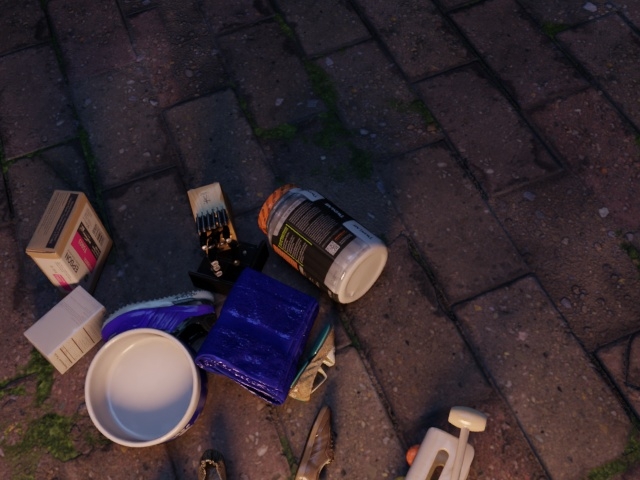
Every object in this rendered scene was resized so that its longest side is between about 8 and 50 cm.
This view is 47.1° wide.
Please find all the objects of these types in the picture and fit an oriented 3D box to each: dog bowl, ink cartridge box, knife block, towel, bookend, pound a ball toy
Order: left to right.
[{"bbox_3d":[-0.643,0.014,1.904,0.088,0.235,0.193,5,57,10],"label":"ink cartridge box"},{"bbox_3d":[-0.398,0.339,1.692,0.265,0.104,0.265,-2,76,7],"label":"dog bowl"},{"bbox_3d":[-0.268,-0.019,1.928,0.088,0.276,0.242,-16,82,-2],"label":"knife block"},{"bbox_3d":[-0.238,0.061,1.930,0.156,0.072,0.157,15,58,16],"label":"bookend"},{"bbox_3d":[-0.136,0.213,1.738,0.227,0.076,0.308,28,45,-5],"label":"towel"},{"bbox_3d":[0.217,0.499,1.508,0.135,0.208,0.319,22,62,19],"label":"pound a ball toy"}]

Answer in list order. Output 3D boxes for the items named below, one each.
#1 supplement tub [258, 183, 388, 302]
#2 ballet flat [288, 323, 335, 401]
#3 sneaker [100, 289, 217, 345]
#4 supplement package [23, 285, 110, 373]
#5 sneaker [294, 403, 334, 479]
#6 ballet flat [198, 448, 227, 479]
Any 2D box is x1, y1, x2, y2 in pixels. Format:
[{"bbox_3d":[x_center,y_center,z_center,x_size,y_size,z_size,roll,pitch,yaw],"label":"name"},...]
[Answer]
[{"bbox_3d":[0.000,0.000,1.875,0.193,0.193,0.316,-41,63,-20],"label":"supplement tub"},{"bbox_3d":[-0.006,0.298,1.762,0.067,0.073,0.206,36,66,-5],"label":"ballet flat"},{"bbox_3d":[-0.396,0.226,1.817,0.293,0.102,0.146,-16,57,-5],"label":"sneaker"},{"bbox_3d":[-0.626,0.223,1.840,0.105,0.105,0.179,35,66,24],"label":"supplement package"},{"bbox_3d":[0.002,0.465,1.650,0.071,0.066,0.188,22,65,0],"label":"sneaker"},{"bbox_3d":[-0.221,0.561,1.555,0.084,0.058,0.250,-12,55,-1],"label":"ballet flat"}]
